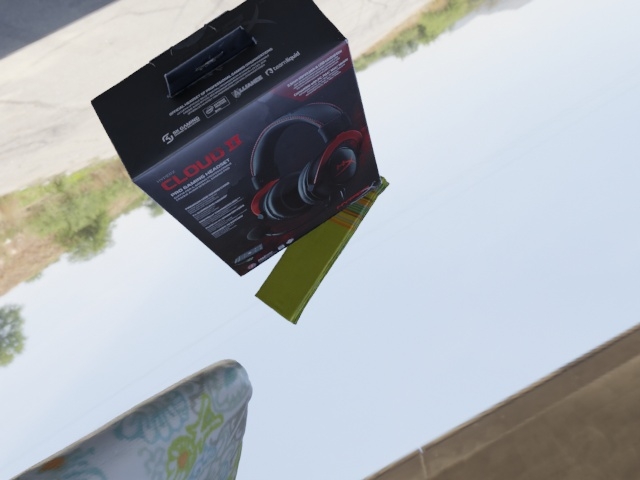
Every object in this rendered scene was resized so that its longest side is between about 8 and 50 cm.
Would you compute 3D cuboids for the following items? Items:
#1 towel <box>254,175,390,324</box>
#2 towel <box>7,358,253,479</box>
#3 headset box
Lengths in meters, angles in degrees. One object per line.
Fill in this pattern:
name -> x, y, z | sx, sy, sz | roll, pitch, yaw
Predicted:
towel -> 0.000, 0.000, 0.776 | 0.102, 0.021, 0.237 | 27, -99, 51
towel -> -0.193, 0.321, 0.485 | 0.090, 0.374, 0.320 | 17, -166, 17
headset box -> -0.068, -0.103, 0.570 | 0.218, 0.110, 0.293 | -34, 155, -2
